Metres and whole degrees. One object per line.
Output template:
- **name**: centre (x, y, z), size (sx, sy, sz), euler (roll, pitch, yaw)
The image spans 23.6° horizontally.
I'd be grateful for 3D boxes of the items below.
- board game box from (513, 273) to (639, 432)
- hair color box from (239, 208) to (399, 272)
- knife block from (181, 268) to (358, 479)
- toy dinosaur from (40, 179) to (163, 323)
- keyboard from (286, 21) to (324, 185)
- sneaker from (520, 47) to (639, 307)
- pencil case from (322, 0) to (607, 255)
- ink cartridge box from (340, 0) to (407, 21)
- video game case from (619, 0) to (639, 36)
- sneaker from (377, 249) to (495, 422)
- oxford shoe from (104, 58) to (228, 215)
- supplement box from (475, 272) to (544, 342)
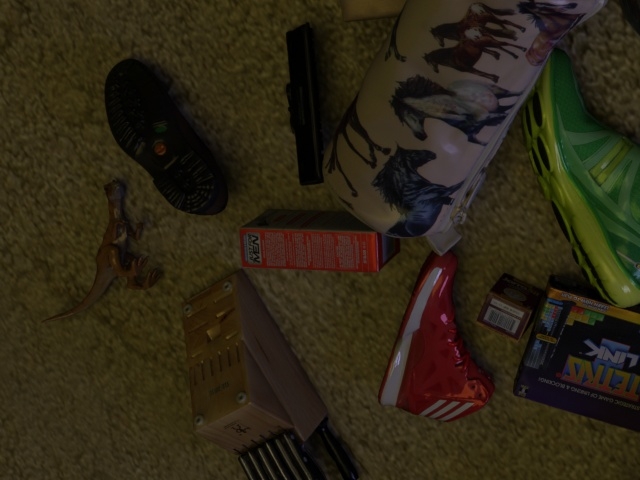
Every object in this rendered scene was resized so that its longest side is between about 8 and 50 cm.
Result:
- **board game box**: centre (0.318, 0.129, 1.722), size (0.170, 0.048, 0.141), euler (16, 110, 3)
- **hair color box**: centre (0.000, 0.000, 1.788), size (0.167, 0.093, 0.053), euler (3, 106, 19)
- **knife block**: centre (-0.054, 0.203, 1.883), size (0.088, 0.242, 0.276), euler (-29, 50, 23)
- **toy dinosaur**: centre (-0.261, 0.030, 1.916), size (0.112, 0.064, 0.211), euler (27, 104, 30)
- **keyboard**: centre (-0.017, -0.154, 1.758), size (0.023, 0.108, 0.180), euler (-5, 91, -16)
- **sneaker**: centre (0.305, -0.076, 1.669), size (0.123, 0.109, 0.295), euler (-23, 91, -7)
- **pencil case**: centre (0.152, -0.174, 1.580), size (0.183, 0.160, 0.410), euler (36, 135, 6)
- **ink cartridge box**: centre (0.103, -0.364, 1.650), size (0.193, 0.088, 0.235), euler (-6, 105, 20)
- **video game case**: centre (0.308, -0.273, 1.521), size (0.023, 0.201, 0.183), euler (-22, 115, 6)
- **sneaker**: centre (0.155, 0.115, 1.785), size (0.128, 0.087, 0.221), euler (19, 123, 4)
- **oxford shoe**: centre (-0.185, -0.117, 1.826), size (0.083, 0.096, 0.227), euler (-35, 71, 11)
- **supplement box**: centre (0.216, 0.076, 1.739), size (0.055, 0.083, 0.043), euler (24, 111, 11)
